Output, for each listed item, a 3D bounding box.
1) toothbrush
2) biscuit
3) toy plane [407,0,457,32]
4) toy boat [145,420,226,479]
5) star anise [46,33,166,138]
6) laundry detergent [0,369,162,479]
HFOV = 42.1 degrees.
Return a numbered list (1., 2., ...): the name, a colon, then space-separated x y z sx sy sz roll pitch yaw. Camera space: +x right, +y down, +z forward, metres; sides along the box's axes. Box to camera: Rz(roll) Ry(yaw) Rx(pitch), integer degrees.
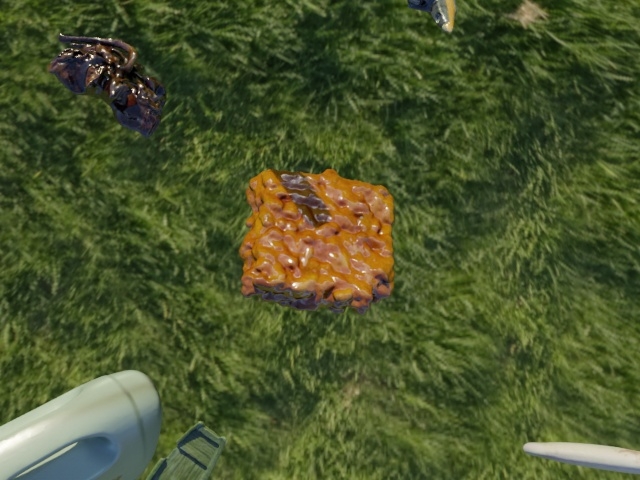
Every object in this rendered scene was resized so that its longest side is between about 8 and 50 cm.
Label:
1. toothbrush: 0.291 0.172 0.639 0.025 0.029 0.307 16 165 -42
2. biscuit: 0.000 0.000 1.676 0.318 0.312 0.110 11 146 -10
3. toy plane: 0.162 -0.429 1.325 0.103 0.316 0.204 13 137 -10
4. toy boat: -0.273 0.451 1.517 0.093 0.055 0.293 36 97 1
5. star anise: -0.372 -0.289 1.500 0.220 0.190 0.126 27 123 -29
6. laundry detergent: -0.392 0.296 0.979 0.124 0.398 0.264 56 138 15
